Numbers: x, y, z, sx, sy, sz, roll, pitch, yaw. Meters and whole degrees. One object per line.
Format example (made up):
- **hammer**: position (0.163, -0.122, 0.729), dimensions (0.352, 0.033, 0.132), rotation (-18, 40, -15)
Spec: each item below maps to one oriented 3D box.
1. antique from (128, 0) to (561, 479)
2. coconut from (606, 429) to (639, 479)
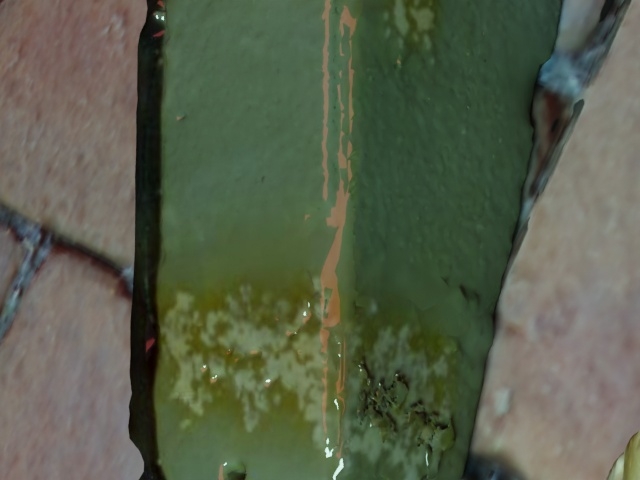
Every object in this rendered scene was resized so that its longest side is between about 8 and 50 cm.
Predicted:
- **antique**: position (0.000, 0.000, 0.720), dimensions (0.125, 0.150, 0.284), rotation (-2, 78, 44)
- **coconut**: position (0.170, 0.114, 0.427), dimensions (0.241, 0.241, 0.241), rotation (-22, 56, 38)
